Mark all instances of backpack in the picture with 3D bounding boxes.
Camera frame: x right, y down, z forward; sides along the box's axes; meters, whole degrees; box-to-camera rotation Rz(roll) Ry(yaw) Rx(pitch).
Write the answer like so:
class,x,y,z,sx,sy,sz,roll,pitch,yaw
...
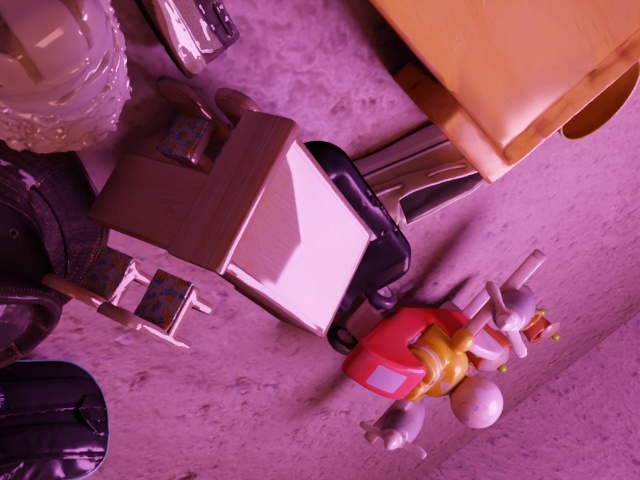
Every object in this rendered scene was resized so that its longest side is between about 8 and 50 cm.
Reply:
class,x,y,z,sx,sy,sz,roll,pitch,yaw
backpack,-0.347,0.221,0.718,0.188,0.166,0.144,2,144,-40

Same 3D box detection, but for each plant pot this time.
class,x,y,z,sx,sy,sz,roll,pitch,yaw
plant pot,0.351,-0.219,0.861,0.134,0.095,0.134,-24,145,-18

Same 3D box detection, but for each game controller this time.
class,x,y,z,sx,sy,sz,roll,pitch,yaw
game controller,0.000,0.000,0.733,0.166,0.067,0.319,-34,147,7

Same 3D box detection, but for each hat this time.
class,x,y,z,sx,sy,sz,roll,pitch,yaw
hat,-0.325,0.040,0.543,0.331,0.134,0.331,-23,145,-17

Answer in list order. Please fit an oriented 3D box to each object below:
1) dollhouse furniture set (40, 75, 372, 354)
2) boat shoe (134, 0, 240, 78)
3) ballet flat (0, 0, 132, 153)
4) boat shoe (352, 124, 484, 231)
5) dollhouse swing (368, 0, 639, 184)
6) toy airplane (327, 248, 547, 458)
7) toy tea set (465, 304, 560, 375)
class,x,y,z,sx,sy,sz,roll,pitch,yaw
dollhouse furniture set,-0.106,-0.028,0.504,0.212,0.242,0.161,-64,148,-13
boat shoe,-0.116,-0.219,0.467,0.073,0.080,0.223,-36,152,-10
ballet flat,-0.209,-0.177,0.368,0.147,0.147,0.409,-29,146,-11
boat shoe,0.078,-0.052,0.823,0.302,0.094,0.109,-32,146,-4
dollhouse swing,0.185,-0.294,0.609,0.347,0.315,0.305,-43,109,15
toy airplane,0.229,0.212,1.121,0.384,0.272,0.386,-29,146,-12
toy tea set,0.462,0.254,1.513,0.336,0.124,0.200,-22,144,-20
